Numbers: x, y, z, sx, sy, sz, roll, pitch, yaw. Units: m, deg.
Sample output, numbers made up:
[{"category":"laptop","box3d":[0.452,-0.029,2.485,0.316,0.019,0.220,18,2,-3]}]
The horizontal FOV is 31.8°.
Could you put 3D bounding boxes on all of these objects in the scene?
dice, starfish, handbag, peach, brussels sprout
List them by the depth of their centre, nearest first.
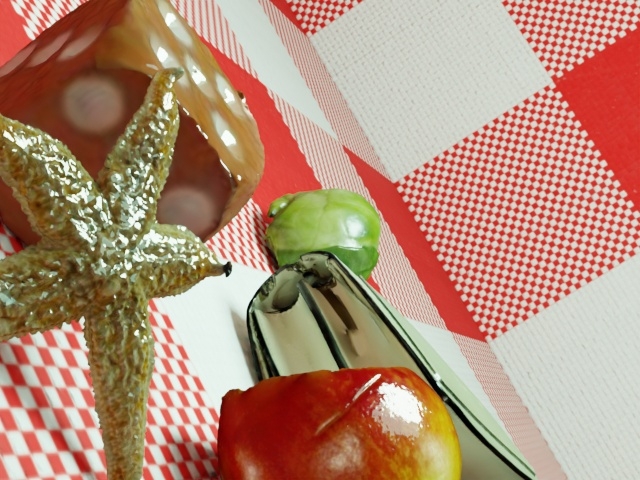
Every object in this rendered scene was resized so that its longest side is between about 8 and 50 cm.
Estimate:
[{"category":"starfish","box3d":[-0.153,0.022,0.695,0.231,0.048,0.295,10,86,-48]},{"category":"dice","box3d":[-0.158,-0.076,0.866,0.175,0.174,0.179,53,16,-28]},{"category":"peach","box3d":[0.012,0.170,0.888,0.192,0.190,0.190,56,11,-10]},{"category":"handbag","box3d":[0.081,0.185,1.215,0.358,0.160,0.237,46,10,-49]},{"category":"brussels sprout","box3d":[0.008,-0.001,1.466,0.183,0.145,0.131,-58,142,-72]}]
